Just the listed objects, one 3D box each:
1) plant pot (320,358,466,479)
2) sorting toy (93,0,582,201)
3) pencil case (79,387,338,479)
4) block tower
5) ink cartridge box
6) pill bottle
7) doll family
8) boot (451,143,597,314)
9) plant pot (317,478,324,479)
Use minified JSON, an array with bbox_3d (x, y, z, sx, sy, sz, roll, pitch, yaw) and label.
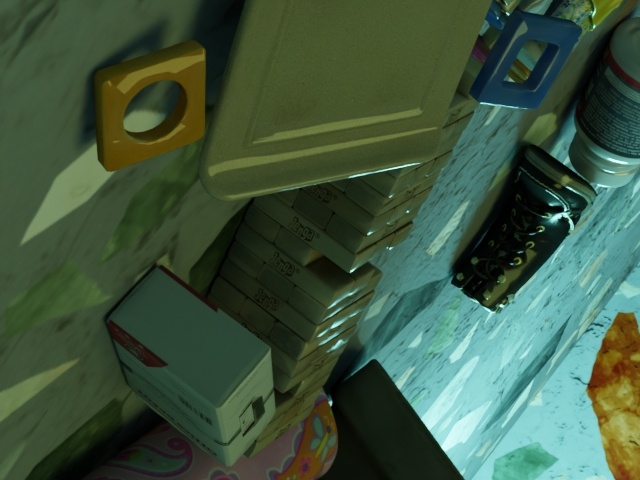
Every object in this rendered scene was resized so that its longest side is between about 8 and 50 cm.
[{"bbox_3d":[0.037,0.330,1.679,0.280,0.323,0.323,-34,163,-1],"label":"plant pot"},{"bbox_3d":[0.017,-0.124,0.927,0.348,0.047,0.196,-13,135,-35],"label":"sorting toy"},{"bbox_3d":[-0.103,0.195,1.257,0.284,0.124,0.124,-34,156,-49],"label":"pencil case"},{"bbox_3d":[0.000,0.000,1.166,0.097,0.091,0.335,-30,152,-56],"label":"block tower"},{"bbox_3d":[-0.085,0.087,1.098,0.056,0.099,0.135,-49,165,-18],"label":"ink cartridge box"},{"bbox_3d":[0.341,-0.147,1.783,0.108,0.108,0.180,-39,160,-40],"label":"pill bottle"},{"bbox_3d":[0.199,-0.189,1.200,0.163,0.118,0.263,-48,176,-1],"label":"doll family"},{"bbox_3d":[0.220,-0.005,1.791,0.178,0.085,0.236,-51,165,2],"label":"boot"},{"bbox_3d":[-0.072,0.335,1.419,0.267,0.236,0.267,-58,164,20],"label":"plant pot"}]
